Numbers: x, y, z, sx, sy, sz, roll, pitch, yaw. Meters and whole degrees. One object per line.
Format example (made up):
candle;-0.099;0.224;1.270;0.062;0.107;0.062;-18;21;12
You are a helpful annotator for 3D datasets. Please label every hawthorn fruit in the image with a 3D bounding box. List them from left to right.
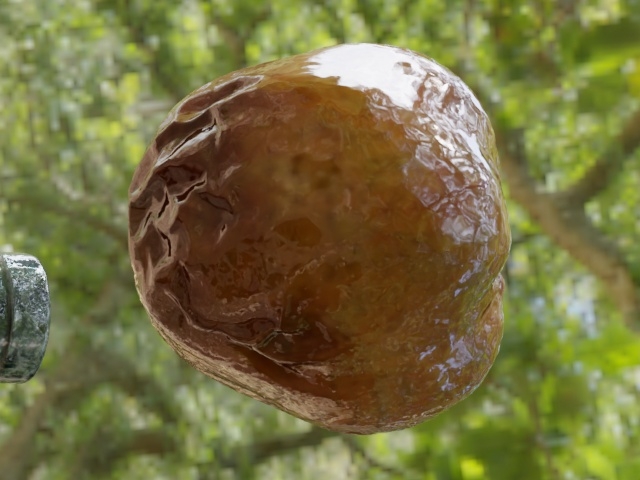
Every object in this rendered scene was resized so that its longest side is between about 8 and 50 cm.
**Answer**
hawthorn fruit;0.000;0.000;2.179;0.472;0.471;0.472;174;-90;-78

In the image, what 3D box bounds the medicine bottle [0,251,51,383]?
medicine bottle;-0.351;0.051;1.400;0.141;0.293;0.141;-12;-104;61
